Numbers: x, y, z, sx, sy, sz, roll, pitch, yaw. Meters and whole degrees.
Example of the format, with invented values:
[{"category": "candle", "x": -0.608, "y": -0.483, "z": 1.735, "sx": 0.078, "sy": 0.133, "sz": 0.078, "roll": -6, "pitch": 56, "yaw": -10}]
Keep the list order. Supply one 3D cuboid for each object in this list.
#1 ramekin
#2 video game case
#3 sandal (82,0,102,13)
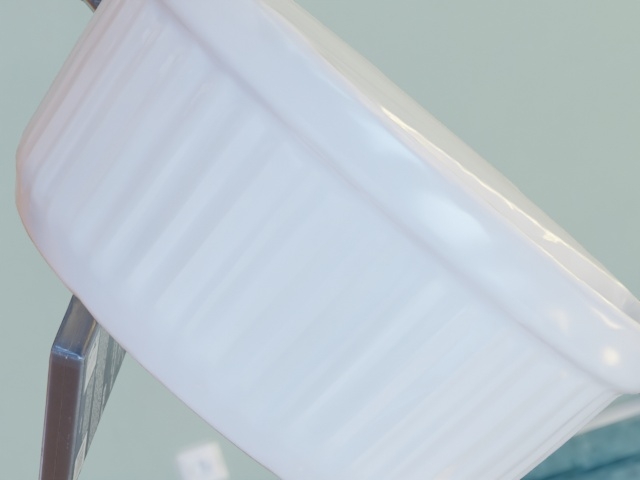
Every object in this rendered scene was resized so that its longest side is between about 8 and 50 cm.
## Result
[{"category": "ramekin", "x": 0.000, "y": 0.000, "z": 0.764, "sx": 0.273, "sy": 0.127, "sz": 0.273, "roll": 40, "pitch": 7, "yaw": -5}, {"category": "video game case", "x": -0.127, "y": 0.013, "z": 1.269, "sx": 0.196, "sy": 0.026, "sz": 0.274, "roll": 106, "pitch": 1, "yaw": -55}, {"category": "sandal", "x": -0.134, "y": -0.188, "z": 1.282, "sx": 0.254, "sy": 0.097, "sz": 0.054, "roll": 60, "pitch": -1, "yaw": 30}]
